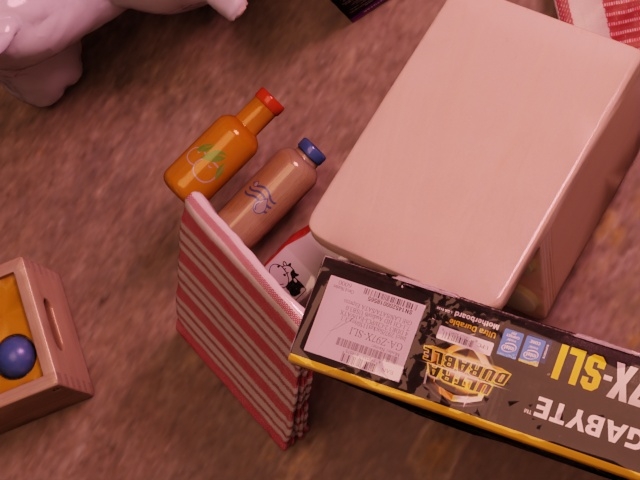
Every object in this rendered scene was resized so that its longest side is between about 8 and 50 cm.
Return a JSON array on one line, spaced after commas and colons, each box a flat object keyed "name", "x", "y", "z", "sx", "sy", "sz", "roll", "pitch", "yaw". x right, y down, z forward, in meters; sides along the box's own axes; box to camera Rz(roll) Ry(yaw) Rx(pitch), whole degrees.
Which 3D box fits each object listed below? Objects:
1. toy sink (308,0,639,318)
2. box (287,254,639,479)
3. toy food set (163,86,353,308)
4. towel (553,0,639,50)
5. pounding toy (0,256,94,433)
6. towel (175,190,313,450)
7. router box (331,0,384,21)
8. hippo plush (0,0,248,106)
[{"name": "toy sink", "x": 0.117, "y": -0.040, "z": 1.369, "sx": 0.152, "sy": 0.131, "sz": 0.234, "roll": 22, "pitch": 66, "yaw": 20}, {"name": "box", "x": 0.152, "y": 0.105, "z": 1.251, "sx": 0.257, "sy": 0.322, "sz": 0.079, "roll": 16, "pitch": 84, "yaw": 19}, {"name": "toy food set", "x": 0.000, "y": 0.000, "z": 1.434, "sx": 0.104, "sy": 0.111, "sz": 0.232, "roll": -45, "pitch": 69, "yaw": 4}, {"name": "towel", "x": 0.325, "y": -0.272, "z": 1.431, "sx": 0.329, "sy": 0.037, "sz": 0.237, "roll": -15, "pitch": 75, "yaw": 15}, {"name": "pounding toy", "x": -0.275, "y": 0.076, "z": 1.511, "sx": 0.130, "sy": 0.100, "sz": 0.141, "roll": -22, "pitch": 73, "yaw": 12}, {"name": "towel", "x": -0.054, "y": 0.061, "z": 1.404, "sx": 0.029, "sy": 0.197, "sz": 0.144, "roll": -34, "pitch": 67, "yaw": -24}, {"name": "router box", "x": -0.020, "y": -0.269, "z": 1.487, "sx": 0.046, "sy": 0.133, "sz": 0.179, "roll": -33, "pitch": 71, "yaw": 9}, {"name": "hippo plush", "x": -0.189, "y": -0.245, "z": 1.474, "sx": 0.236, "sy": 0.294, "sz": 0.234, "roll": -23, "pitch": 94, "yaw": 4}]
